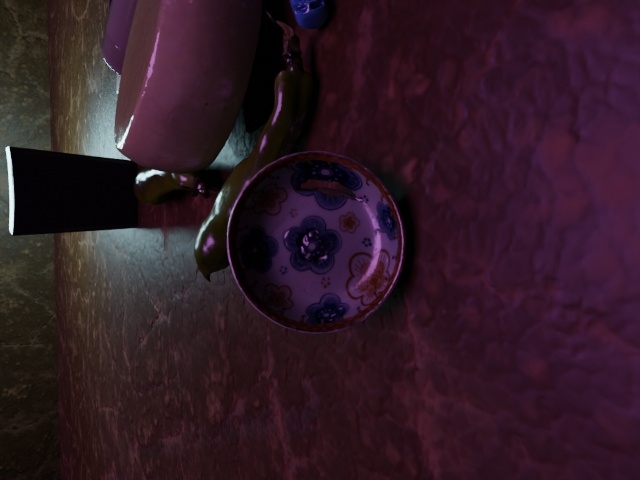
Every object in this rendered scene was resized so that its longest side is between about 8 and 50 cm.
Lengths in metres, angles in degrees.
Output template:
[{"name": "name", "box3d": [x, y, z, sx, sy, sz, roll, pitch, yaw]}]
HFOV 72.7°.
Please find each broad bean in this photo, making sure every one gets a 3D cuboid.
[{"name": "broad bean", "box3d": [-0.079, -0.073, 0.486, 0.098, 0.055, 0.318, 50, 125, 41]}, {"name": "broad bean", "box3d": [-0.237, -0.093, 0.677, 0.325, 0.067, 0.075, 7, 106, 54]}]

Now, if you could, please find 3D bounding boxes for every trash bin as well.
[{"name": "trash bin", "box3d": [-0.508, -0.099, 0.900, 0.115, 0.225, 0.166, 12, 101, 52]}]

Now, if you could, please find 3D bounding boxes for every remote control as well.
[{"name": "remote control", "box3d": [-0.078, -0.175, 0.509, 0.039, 0.014, 0.096, -21, 74, 49]}]

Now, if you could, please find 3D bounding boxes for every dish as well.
[{"name": "dish", "box3d": [0.000, 0.000, 0.370, 0.141, 0.078, 0.141, 0, 93, 8]}]

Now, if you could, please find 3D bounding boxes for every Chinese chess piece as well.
[{"name": "Chinese chess piece", "box3d": [-0.164, -0.213, 0.511, 0.273, 0.102, 0.274, -22, 63, 53]}]

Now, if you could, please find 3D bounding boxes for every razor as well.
[{"name": "razor", "box3d": [-0.031, -0.322, 0.419, 0.081, 0.042, 0.254, -14, 79, 10]}]

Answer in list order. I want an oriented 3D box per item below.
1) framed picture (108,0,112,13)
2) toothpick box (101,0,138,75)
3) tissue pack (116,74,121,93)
[{"name": "framed picture", "box3d": [-0.389, -0.570, 0.886, 0.314, 0.024, 0.232, 5, 96, 51]}, {"name": "toothpick box", "box3d": [-0.253, -0.335, 0.650, 0.180, 0.111, 0.111, -43, 59, 44]}, {"name": "tissue pack", "box3d": [-0.425, -0.372, 0.942, 0.056, 0.023, 0.108, 22, 110, 50]}]
